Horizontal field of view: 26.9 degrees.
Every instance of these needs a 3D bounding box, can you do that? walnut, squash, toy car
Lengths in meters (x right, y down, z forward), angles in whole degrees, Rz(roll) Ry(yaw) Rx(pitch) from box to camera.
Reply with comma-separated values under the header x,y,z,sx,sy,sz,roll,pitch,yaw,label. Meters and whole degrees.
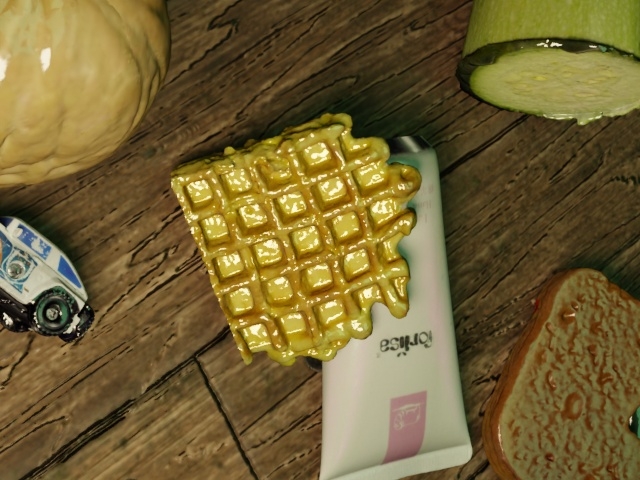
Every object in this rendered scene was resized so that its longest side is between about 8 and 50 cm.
x,y,z,sx,sy,sz,roll,pitch,yaw,label
-0.257,-0.160,0.982,0.277,0.313,0.252,-10,84,-29,walnut
0.260,-0.212,1.435,0.220,0.220,0.133,26,64,-33,squash
-0.260,0.024,1.117,0.170,0.080,0.070,42,66,-28,toy car

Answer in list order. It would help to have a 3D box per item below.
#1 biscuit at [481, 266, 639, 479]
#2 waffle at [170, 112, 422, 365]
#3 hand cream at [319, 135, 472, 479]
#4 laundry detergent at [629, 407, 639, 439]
x,y,z,sx,sy,sz,roll,pitch,yaw,label
0.321,0.195,1.532,0.262,0.052,0.277,29,76,-16,biscuit
0.000,0.000,1.252,0.219,0.057,0.229,-20,105,6,waffle
0.067,0.074,1.348,0.185,0.118,0.359,-10,101,-29,hand cream
0.400,0.257,1.616,0.137,0.063,0.211,-47,115,-21,laundry detergent
